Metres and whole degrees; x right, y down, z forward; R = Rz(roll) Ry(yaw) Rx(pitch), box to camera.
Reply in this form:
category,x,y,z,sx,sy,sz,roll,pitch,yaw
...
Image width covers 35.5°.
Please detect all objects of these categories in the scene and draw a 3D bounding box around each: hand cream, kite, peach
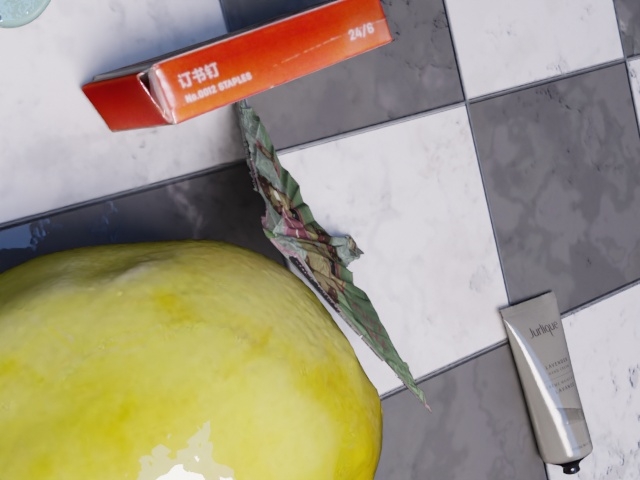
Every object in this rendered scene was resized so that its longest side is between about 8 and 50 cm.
category,x,y,z,sx,sy,sz,roll,pitch,yaw
hand cream,0.239,0.152,1.043,0.087,0.054,0.186,-15,90,-36
kite,0.000,0.000,0.805,0.013,0.267,0.323,-33,78,11
peach,-0.121,0.139,0.670,0.315,0.281,0.314,-30,146,-6

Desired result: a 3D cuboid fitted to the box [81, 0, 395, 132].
category,x,y,z,sx,sy,sz,roll,pitch,yaw
box,-0.066,-0.144,0.808,0.229,0.123,0.050,-26,105,-30

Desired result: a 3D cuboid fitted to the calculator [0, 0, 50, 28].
category,x,y,z,sx,sy,sz,roll,pitch,yaw
calculator,-0.239,-0.237,0.757,0.095,0.021,0.153,7,88,-33
